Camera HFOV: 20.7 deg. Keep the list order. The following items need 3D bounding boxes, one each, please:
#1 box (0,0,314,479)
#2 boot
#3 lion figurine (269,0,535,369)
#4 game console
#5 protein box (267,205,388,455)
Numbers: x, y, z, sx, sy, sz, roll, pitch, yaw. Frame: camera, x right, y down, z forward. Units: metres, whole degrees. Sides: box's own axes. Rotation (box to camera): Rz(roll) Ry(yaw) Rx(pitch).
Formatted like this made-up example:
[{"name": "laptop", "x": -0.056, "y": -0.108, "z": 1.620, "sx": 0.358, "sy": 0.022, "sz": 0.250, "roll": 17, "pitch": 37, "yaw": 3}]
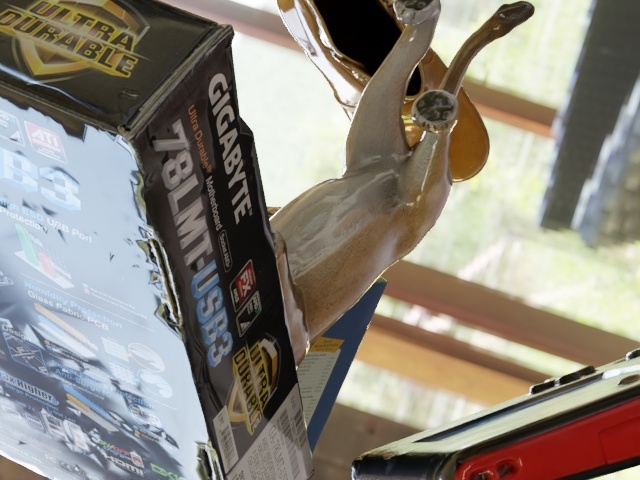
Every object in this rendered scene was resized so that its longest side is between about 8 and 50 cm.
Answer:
[{"name": "box", "x": -0.154, "y": -0.012, "z": 0.751, "sx": 0.073, "sy": 0.295, "sz": 0.293, "roll": -52, "pitch": -28, "yaw": -32}, {"name": "boot", "x": 0.067, "y": -0.140, "z": 1.579, "sx": 0.104, "sy": 0.295, "sz": 0.211, "roll": -45, "pitch": 18, "yaw": 2}, {"name": "lion figurine", "x": 0.000, "y": 0.000, "z": 1.231, "sx": 0.392, "sy": 0.142, "sz": 0.240, "roll": -33, "pitch": -31, "yaw": -22}, {"name": "game console", "x": 0.199, "y": 0.084, "z": 1.018, "sx": 0.386, "sy": 0.342, "sz": 0.060, "roll": 127, "pitch": 128, "yaw": -80}, {"name": "protein box", "x": -0.082, "y": 0.086, "z": 1.588, "sx": 0.199, "sy": 0.136, "sz": 0.201, "roll": 1, "pitch": -61, "yaw": -43}]
